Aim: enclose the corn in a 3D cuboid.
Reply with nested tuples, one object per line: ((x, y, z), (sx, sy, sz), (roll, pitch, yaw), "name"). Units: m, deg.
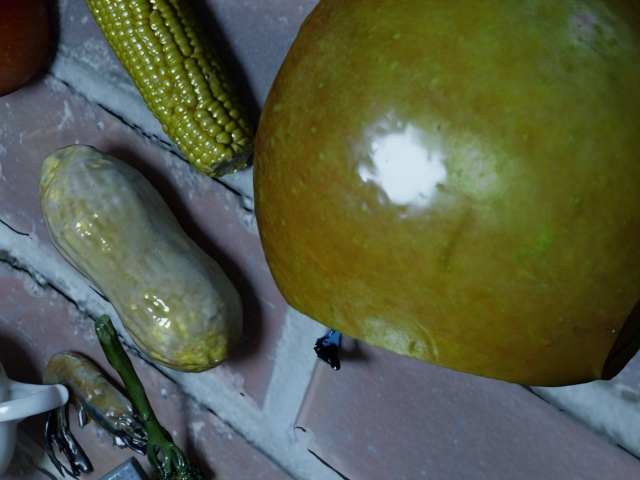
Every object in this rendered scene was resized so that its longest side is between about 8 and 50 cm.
((-0.169, -0.206, 1.261), (0.101, 0.101, 0.310), (-39, 73, 36), "corn")

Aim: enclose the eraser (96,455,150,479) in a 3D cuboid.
((-0.191, 0.357, 1.361), (0.092, 0.046, 0.212), (-34, 88, -2), "eraser")

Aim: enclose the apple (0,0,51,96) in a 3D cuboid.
((-0.411, -0.253, 1.407), (0.181, 0.168, 0.180), (1, 92, 34), "apple")

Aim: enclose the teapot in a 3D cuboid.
((-0.437, 0.211, 1.503), (0.298, 0.139, 0.204), (-1, 96, 51), "teapot")

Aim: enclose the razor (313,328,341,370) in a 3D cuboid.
((0.000, 0.000, 1.203), (0.082, 0.042, 0.253), (176, 85, -80), "razor")

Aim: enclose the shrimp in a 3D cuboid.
((-0.277, 0.230, 1.458), (0.219, 0.046, 0.152), (29, 114, 35), "shrimp")

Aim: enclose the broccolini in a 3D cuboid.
((-0.196, 0.198, 1.324), (0.071, 0.057, 0.254), (-20, 118, 11), "broccolini")

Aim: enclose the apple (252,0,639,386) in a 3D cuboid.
((0.143, -0.045, 0.916), (0.374, 0.374, 0.384), (43, 151, 25), "apple")

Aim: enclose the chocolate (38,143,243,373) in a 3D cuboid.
((-0.198, 0.020, 1.310), (0.309, 0.134, 0.134), (48, 124, 18), "chocolate")
